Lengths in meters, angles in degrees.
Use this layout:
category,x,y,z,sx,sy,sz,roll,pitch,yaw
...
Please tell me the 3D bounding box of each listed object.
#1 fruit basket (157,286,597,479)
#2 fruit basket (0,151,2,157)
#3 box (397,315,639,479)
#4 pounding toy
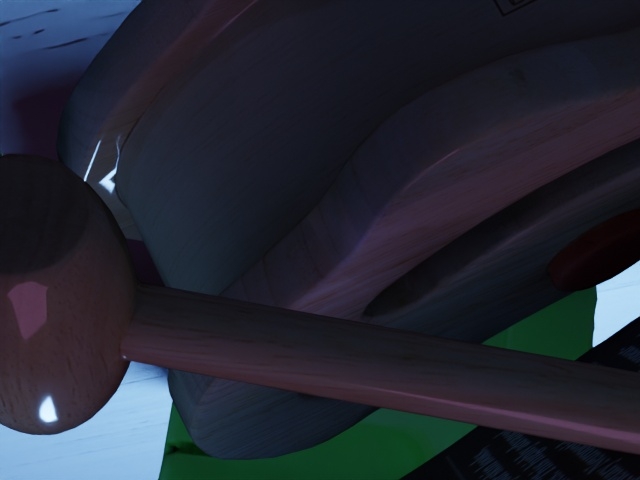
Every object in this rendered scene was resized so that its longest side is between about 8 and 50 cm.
category,x,y,z,sx,sy,sz,roll,pitch,yaw
fruit basket,0.097,0.204,0.810,0.392,0.392,0.283,-4,161,-6
fruit basket,-0.167,0.113,0.482,0.327,0.353,0.165,-22,167,39
box,0.146,0.067,0.462,0.381,0.143,0.191,-33,-177,0
pounding toy,0.043,0.003,0.420,0.269,0.155,0.154,-19,158,-23
